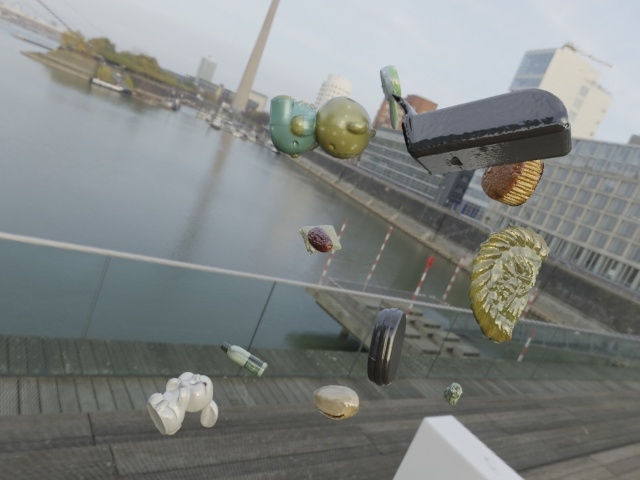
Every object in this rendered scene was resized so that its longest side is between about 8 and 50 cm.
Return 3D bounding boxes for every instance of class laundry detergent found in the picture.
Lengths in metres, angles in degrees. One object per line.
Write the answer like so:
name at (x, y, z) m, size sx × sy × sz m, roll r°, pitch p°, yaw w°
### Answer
laundry detergent at (-0.351, 0.533, 2.103) m, size 0.226 × 0.070 × 0.099 m, roll 30°, pitch -21°, yaw 3°

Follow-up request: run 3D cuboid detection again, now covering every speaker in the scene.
speaker at (0.371, -0.280, 1.102) m, size 0.389 × 0.184 × 0.180 m, roll -4°, pitch -11°, yaw 29°

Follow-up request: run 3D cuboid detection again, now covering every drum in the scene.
drum at (0.244, -0.506, 1.620) m, size 0.049 × 0.129 × 0.253 m, roll -15°, pitch -19°, yaw 4°

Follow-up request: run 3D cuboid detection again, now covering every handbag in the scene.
handbag at (0.261, 0.413, 1.823) m, size 0.093 × 0.307 × 0.254 m, roll 10°, pitch -7°, yaw 21°

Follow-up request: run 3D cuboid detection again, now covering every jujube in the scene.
jujube at (0.000, 0.000, 1.717) m, size 0.077 × 0.077 × 0.129 m, roll 14°, pitch 21°, yaw -37°

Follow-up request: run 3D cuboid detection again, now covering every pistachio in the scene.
pistachio at (0.067, 0.708, 2.030) m, size 0.223 × 0.126 × 0.152 m, roll -5°, pitch 35°, yaw 29°

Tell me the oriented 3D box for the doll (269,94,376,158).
doll at (0.008, -0.295, 1.219) m, size 0.261 × 0.161 × 0.177 m, roll 4°, pitch 6°, yaw 15°

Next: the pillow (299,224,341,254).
pillow at (0.002, -0.007, 1.939) m, size 0.053 × 0.119 × 0.208 m, roll -23°, pitch -10°, yaw 40°

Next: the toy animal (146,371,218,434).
toy animal at (-0.419, 0.505, 1.419) m, size 0.193 × 0.178 × 0.128 m, roll -17°, pitch 28°, yaw -42°

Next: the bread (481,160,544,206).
bread at (0.606, -0.215, 1.489) m, size 0.104 × 0.199 × 0.199 m, roll 14°, pitch 13°, yaw -20°

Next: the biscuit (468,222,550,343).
biscuit at (0.407, 0.078, 1.027) m, size 0.187 × 0.273 × 0.036 m, roll 34°, pitch -14°, yaw -22°

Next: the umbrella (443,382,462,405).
umbrella at (0.498, 0.575, 1.741) m, size 0.062 × 0.143 × 0.067 m, roll -1°, pitch 54°, yaw 2°
